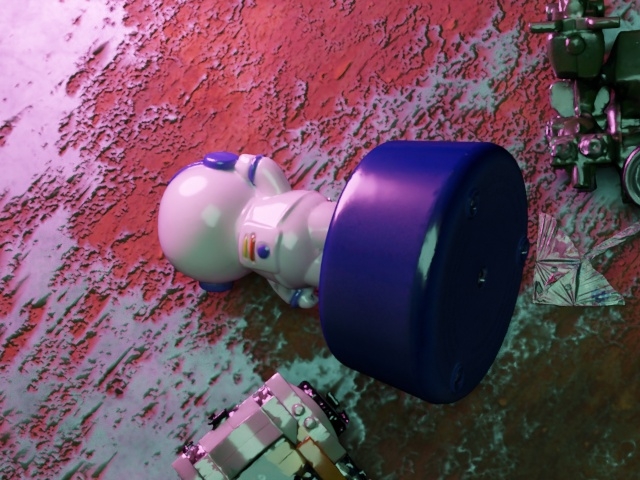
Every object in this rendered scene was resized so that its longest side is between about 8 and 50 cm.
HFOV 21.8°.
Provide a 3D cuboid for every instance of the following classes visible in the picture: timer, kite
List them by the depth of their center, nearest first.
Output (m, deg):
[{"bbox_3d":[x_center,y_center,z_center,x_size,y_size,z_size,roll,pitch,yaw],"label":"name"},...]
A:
[{"bbox_3d":[0.000,0.000,1.745,0.384,0.270,0.270,13,80,25],"label":"timer"},{"bbox_3d":[0.286,0.016,1.802,0.152,0.005,0.137,-41,76,-2],"label":"kite"}]

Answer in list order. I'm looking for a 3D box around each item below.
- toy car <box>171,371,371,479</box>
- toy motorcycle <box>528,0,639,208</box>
[{"bbox_3d":[-0.005,0.289,1.733,0.193,0.118,0.301,-40,77,-4],"label":"toy car"},{"bbox_3d":[0.332,-0.159,1.770,0.205,0.127,0.275,-4,81,11],"label":"toy motorcycle"}]
